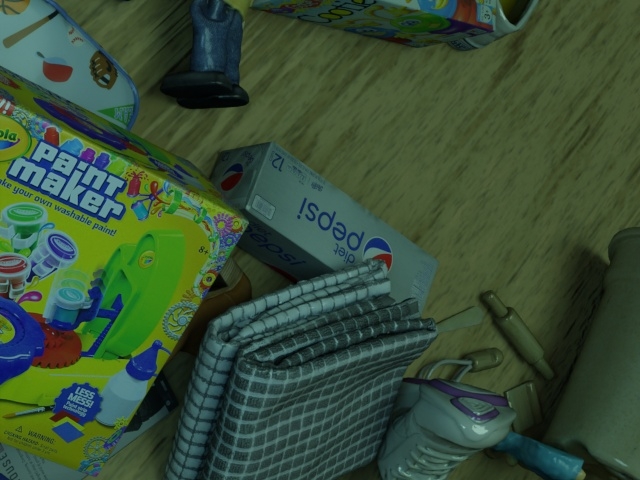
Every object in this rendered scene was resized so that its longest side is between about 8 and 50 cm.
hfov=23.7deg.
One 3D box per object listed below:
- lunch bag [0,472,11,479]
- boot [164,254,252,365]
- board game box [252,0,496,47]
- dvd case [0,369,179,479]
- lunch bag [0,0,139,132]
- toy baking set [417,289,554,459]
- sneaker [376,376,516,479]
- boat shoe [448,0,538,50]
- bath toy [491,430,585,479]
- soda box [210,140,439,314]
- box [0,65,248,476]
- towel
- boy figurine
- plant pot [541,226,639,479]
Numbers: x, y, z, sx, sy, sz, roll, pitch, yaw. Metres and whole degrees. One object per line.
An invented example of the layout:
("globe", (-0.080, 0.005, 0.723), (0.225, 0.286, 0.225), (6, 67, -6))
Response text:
("lunch bag", (-0.370, 0.433, 1.318), (0.328, 0.239, 0.385), (-9, 109, -41))
("boot", (-0.120, 0.111, 1.639), (0.197, 0.073, 0.152), (-56, 131, -38))
("board game box", (0.064, -0.328, 1.800), (0.275, 0.144, 0.142), (7, 82, -39))
("dvd case", (-0.270, 0.157, 1.550), (0.239, 0.030, 0.179), (-36, 109, -36))
("lunch bag", (-0.338, -0.134, 1.464), (0.303, 0.115, 0.243), (39, 68, -30))
("toy baking set", (0.210, 0.167, 1.957), (0.197, 0.030, 0.256), (-49, 117, -32))
("sneaker", (0.136, 0.234, 1.728), (0.114, 0.305, 0.152), (16, 82, -8))
("boat shoe", (0.290, -0.405, 1.990), (0.136, 0.156, 0.367), (49, 59, -27))
("bath toy", (0.206, 0.407, 1.874), (0.129, 0.151, 0.348), (22, 73, -1))
("soda box", (0.000, 0.000, 1.748), (0.286, 0.098, 0.091), (35, 64, -33))
("box", (-0.274, 0.013, 1.358), (0.290, 0.177, 0.279), (26, 99, -31))
("towel", (-0.017, 0.171, 1.643), (0.284, 0.121, 0.235), (-17, 133, -41))
("boy figurine", (-0.120, -0.293, 1.662), (0.177, 0.092, 0.285), (23, 66, -72))
("plant pot", (0.457, 0.200, 2.009), (0.334, 0.334, 0.305), (43, 73, -30))
